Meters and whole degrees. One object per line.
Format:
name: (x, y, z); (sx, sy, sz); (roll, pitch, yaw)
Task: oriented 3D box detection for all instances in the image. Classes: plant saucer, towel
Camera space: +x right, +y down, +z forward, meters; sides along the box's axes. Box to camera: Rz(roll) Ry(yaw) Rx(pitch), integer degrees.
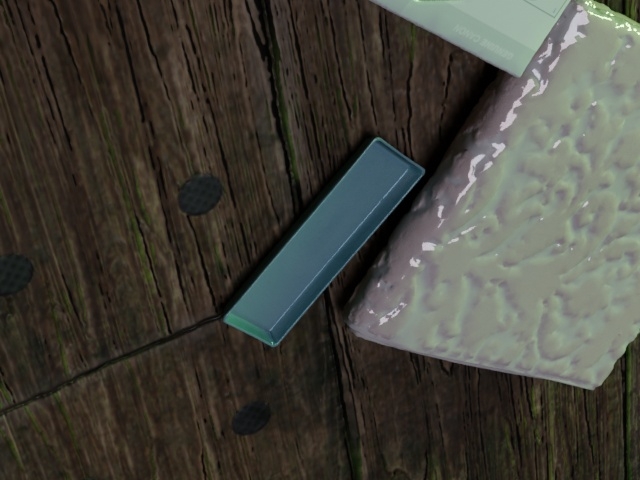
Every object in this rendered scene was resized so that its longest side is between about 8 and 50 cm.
plant saucer: (0.000, 0.000, 1.297); (0.192, 0.018, 0.067); (-49, 135, 10)
towel: (0.214, -0.030, 1.387); (0.317, 0.053, 0.332); (15, 115, -40)

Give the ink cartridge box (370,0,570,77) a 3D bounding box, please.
ink cartridge box: (0.111, -0.265, 1.134); (0.275, 0.060, 0.239); (20, 112, -42)
